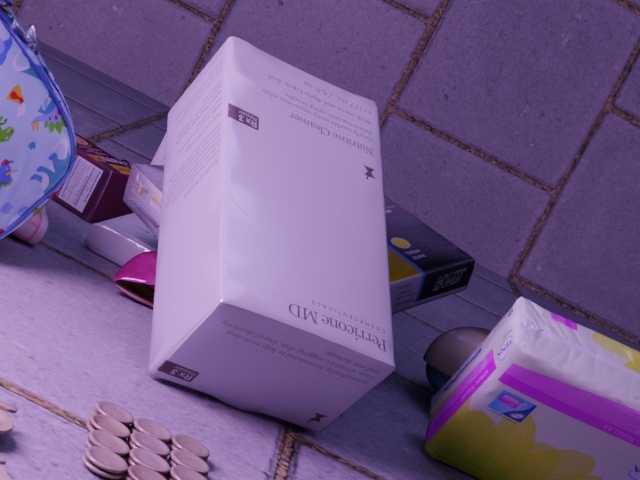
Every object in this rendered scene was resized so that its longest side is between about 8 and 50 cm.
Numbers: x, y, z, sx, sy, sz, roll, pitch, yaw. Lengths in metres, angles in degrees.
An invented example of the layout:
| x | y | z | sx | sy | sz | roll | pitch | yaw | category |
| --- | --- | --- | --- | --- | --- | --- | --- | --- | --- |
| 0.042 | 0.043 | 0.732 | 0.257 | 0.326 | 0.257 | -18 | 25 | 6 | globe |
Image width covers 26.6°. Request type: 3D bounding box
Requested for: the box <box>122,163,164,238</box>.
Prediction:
| x | y | z | sx | sy | sz | roll | pitch | yaw | category |
| --- | --- | --- | --- | --- | --- | --- | --- | --- | --- |
| -0.109 | -0.016 | 1.654 | 0.183 | 0.056 | 0.231 | 1 | 30 | -39 | box |

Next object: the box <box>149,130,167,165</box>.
| x | y | z | sx | sy | sz | roll | pitch | yaw | category |
| --- | --- | --- | --- | --- | --- | --- | --- | --- | --- |
| -0.184 | -0.109 | 2.078 | 0.114 | 0.203 | 0.103 | 20 | 11 | -41 | box |

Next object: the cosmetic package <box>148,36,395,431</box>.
| x | y | z | sx | sy | sz | roll | pitch | yaw | category |
| --- | --- | --- | --- | --- | --- | --- | --- | --- | --- |
| -0.052 | -0.011 | 1.461 | 0.217 | 0.156 | 0.385 | 21 | 43 | -27 | cosmetic package |

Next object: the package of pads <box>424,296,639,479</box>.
| x | y | z | sx | sy | sz | roll | pitch | yaw | category |
| --- | --- | --- | --- | --- | --- | --- | --- | --- | --- |
| 0.293 | 0.215 | 1.557 | 0.296 | 0.229 | 0.101 | 25 | 42 | -10 | package of pads |

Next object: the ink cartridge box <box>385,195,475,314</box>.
| x | y | z | sx | sy | sz | roll | pitch | yaw | category |
| --- | --- | --- | --- | --- | --- | --- | --- | --- | --- |
| 0.000 | 0.000 | 1.822 | 0.304 | 0.072 | 0.307 | -17 | 43 | -42 | ink cartridge box |

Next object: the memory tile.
| x | y | z | sx | sy | sz | roll | pitch | yaw | category |
| --- | --- | --- | --- | --- | --- | --- | --- | --- | --- |
| -0.144 | 0.180 | 1.125 | 0.113 | 0.012 | 0.148 | 26 | 9 | -10 | memory tile |

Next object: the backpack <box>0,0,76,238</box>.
| x | y | z | sx | sy | sz | roll | pitch | yaw | category |
| --- | --- | --- | --- | --- | --- | --- | --- | --- | --- |
| -0.419 | -0.159 | 1.430 | 0.273 | 0.290 | 0.355 | 37 | -16 | 33 | backpack |

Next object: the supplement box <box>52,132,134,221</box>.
| x | y | z | sx | sy | sz | roll | pitch | yaw | category |
| --- | --- | --- | --- | --- | --- | --- | --- | --- | --- |
| -0.353 | -0.101 | 1.927 | 0.188 | 0.081 | 0.104 | 31 | 9 | 23 | supplement box |

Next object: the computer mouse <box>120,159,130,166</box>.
| x | y | z | sx | sy | sz | roll | pitch | yaw | category |
| --- | --- | --- | --- | --- | --- | --- | --- | --- | --- |
| -0.370 | -0.127 | 2.183 | 0.193 | 0.042 | 0.106 | 27 | 11 | -42 | computer mouse |

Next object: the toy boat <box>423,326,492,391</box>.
| x | y | z | sx | sy | sz | roll | pitch | yaw | category |
| --- | --- | --- | --- | --- | --- | --- | --- | --- | --- |
| 0.283 | 0.225 | 1.816 | 0.318 | 0.148 | 0.267 | 21 | 2 | 11 | toy boat |

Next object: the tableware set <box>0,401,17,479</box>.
| x | y | z | sx | sy | sz | roll | pitch | yaw | category |
| --- | --- | --- | --- | --- | --- | --- | --- | --- | --- |
| -0.286 | 0.128 | 0.976 | 0.141 | 0.020 | 0.168 | 25 | 9 | -15 | tableware set |

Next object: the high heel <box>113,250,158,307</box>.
| x | y | z | sx | sy | sz | roll | pitch | yaw | category |
| --- | --- | --- | --- | --- | --- | --- | --- | --- | --- |
| -0.125 | 0.091 | 1.577 | 0.244 | 0.082 | 0.117 | 41 | 38 | 14 | high heel |

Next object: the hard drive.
| x | y | z | sx | sy | sz | roll | pitch | yaw | category |
| --- | --- | --- | --- | --- | --- | --- | --- | --- | --- |
| -0.183 | 0.023 | 1.851 | 0.203 | 0.040 | 0.307 | 28 | 8 | 5 | hard drive |

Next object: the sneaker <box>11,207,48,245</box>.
| x | y | z | sx | sy | sz | roll | pitch | yaw | category |
| --- | --- | --- | --- | --- | --- | --- | --- | --- | --- |
| -0.372 | -0.044 | 1.628 | 0.070 | 0.051 | 0.134 | 29 | 11 | -28 | sneaker |
